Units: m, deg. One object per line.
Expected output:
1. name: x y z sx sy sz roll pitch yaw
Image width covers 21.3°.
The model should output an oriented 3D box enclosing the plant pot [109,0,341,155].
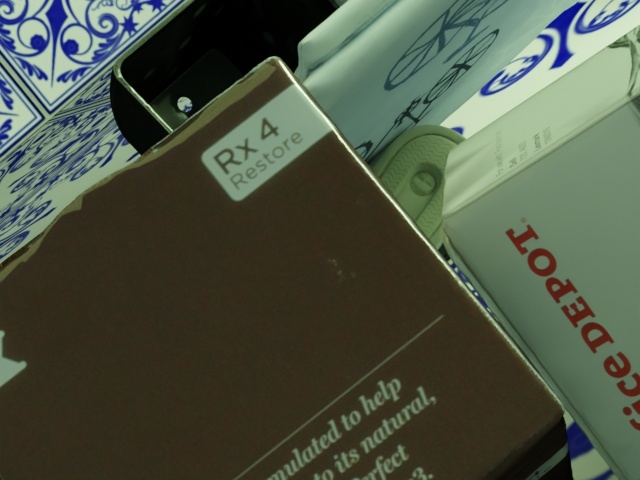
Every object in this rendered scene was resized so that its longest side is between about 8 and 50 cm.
1. plant pot: -0.068 -0.109 1.431 0.187 0.188 0.167 -45 6 -23

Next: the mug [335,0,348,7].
1. mug: 0.002 -0.311 1.535 0.374 0.276 0.328 1 -7 -19

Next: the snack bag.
1. snack bag: 0.086 -0.132 1.009 0.323 0.037 0.342 -42 -8 -15

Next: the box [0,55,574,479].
1. box: -0.017 0.071 0.659 0.168 0.167 0.203 -38 -18 -2

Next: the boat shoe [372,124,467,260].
1. boat shoe: 0.015 0.033 1.050 0.233 0.084 0.079 -46 -13 -10

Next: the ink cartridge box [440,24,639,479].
1. ink cartridge box: 0.176 -0.018 0.649 0.219 0.160 0.092 -32 15 16
